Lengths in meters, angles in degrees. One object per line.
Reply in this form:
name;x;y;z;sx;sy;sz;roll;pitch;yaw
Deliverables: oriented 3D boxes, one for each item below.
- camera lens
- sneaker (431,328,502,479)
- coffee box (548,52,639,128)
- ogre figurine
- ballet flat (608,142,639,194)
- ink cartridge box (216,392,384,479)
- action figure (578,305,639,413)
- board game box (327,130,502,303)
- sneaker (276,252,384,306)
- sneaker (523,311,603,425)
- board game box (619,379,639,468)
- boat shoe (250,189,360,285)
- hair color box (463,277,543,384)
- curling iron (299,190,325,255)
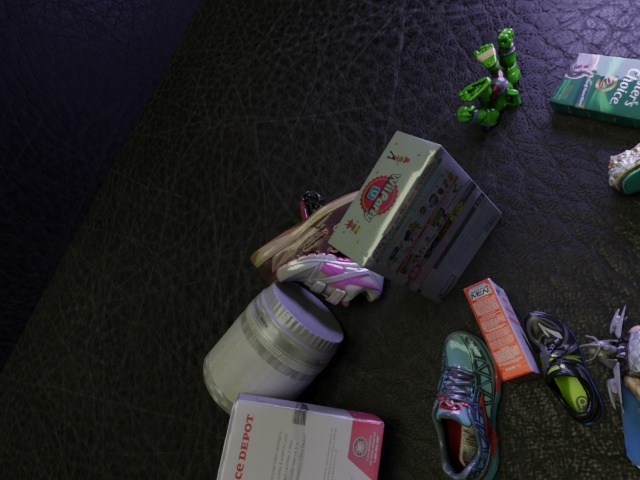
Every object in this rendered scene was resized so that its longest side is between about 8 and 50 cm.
camera lens;-0.109;0.253;0.974;0.274;0.219;0.219;-50;49;12
sneaker;0.249;0.279;0.740;0.104;0.125;0.261;-13;65;34
coffee box;0.537;-0.275;0.790;0.184;0.040;0.113;35;95;42
ogre figurine;0.357;-0.316;0.901;0.097;0.118;0.196;1;72;44
ballet flat;0.581;-0.157;0.685;0.241;0.091;0.077;-25;36;25
ink cartridge box;-0.042;0.415;0.814;0.117;0.283;0.207;127;155;-75
action figure;0.514;0.166;0.586;0.285;0.099;0.185;3;64;35
board game box;0.186;-0.024;0.793;0.098;0.303;0.224;36;96;42
sneaker;0.029;0.089;0.950;0.253;0.103;0.111;0;79;-3
sneaker;0.387;0.197;0.694;0.067;0.078;0.188;-31;55;25
board game box;0.497;0.263;0.602;0.133;0.033;0.168;-2;51;27
boat shoe;0.000;0.000;1.056;0.342;0.123;0.123;-32;85;1
hair color box;0.318;0.159;0.755;0.053;0.093;0.167;-30;55;26
curling iron;-0.020;-0.013;1.134;0.068;0.035;0.273;-18;62;32
